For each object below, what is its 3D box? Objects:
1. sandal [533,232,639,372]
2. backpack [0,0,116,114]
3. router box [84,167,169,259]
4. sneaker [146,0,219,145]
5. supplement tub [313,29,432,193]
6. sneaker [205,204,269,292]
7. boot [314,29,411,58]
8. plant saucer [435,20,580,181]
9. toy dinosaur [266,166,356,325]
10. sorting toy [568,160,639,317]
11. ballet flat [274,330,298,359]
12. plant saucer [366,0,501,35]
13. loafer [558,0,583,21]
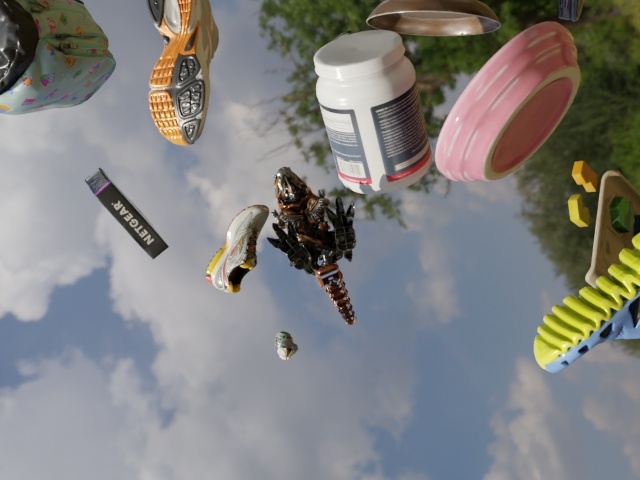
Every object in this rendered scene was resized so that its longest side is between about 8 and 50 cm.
[{"bbox_3d":[0.509,0.126,1.580,0.138,0.317,0.126,45,-168,-20],"label":"sandal"},{"bbox_3d":[-0.318,-0.208,1.025,0.115,0.152,0.182,62,-153,2],"label":"backpack"},{"bbox_3d":[-0.385,-0.054,1.835,0.179,0.046,0.133,52,174,-27],"label":"router box"},{"bbox_3d":[-0.192,-0.276,1.404,0.121,0.099,0.262,-16,-72,-67],"label":"sneaker"},{"bbox_3d":[0.100,-0.244,1.774,0.191,0.191,0.272,-80,-22,-56],"label":"supplement tub"},{"bbox_3d":[-0.173,0.021,2.136,0.093,0.225,0.088,33,-170,33],"label":"sneaker"},{"bbox_3d":[0.105,-0.493,2.466,0.161,0.247,0.083,64,-156,4],"label":"boot"},{"bbox_3d":[0.347,-0.227,1.645,0.084,0.332,0.332,44,-168,22],"label":"plant saucer"},{"bbox_3d":[0.000,0.000,1.800,0.322,0.164,0.218,45,174,3],"label":"toy dinosaur"},{"bbox_3d":[0.555,-0.011,1.735,0.307,0.041,0.229,33,-115,-39],"label":"sorting toy"},{"bbox_3d":[-0.067,0.202,1.736,0.114,0.041,0.041,73,-178,-68],"label":"ballet flat"},{"bbox_3d":[0.263,-0.522,2.146,0.311,0.311,0.050,-3,-83,-69],"label":"plant saucer"},{"bbox_3d":[0.525,-0.628,2.000,0.109,0.095,0.302,-28,-59,-64],"label":"loafer"}]
